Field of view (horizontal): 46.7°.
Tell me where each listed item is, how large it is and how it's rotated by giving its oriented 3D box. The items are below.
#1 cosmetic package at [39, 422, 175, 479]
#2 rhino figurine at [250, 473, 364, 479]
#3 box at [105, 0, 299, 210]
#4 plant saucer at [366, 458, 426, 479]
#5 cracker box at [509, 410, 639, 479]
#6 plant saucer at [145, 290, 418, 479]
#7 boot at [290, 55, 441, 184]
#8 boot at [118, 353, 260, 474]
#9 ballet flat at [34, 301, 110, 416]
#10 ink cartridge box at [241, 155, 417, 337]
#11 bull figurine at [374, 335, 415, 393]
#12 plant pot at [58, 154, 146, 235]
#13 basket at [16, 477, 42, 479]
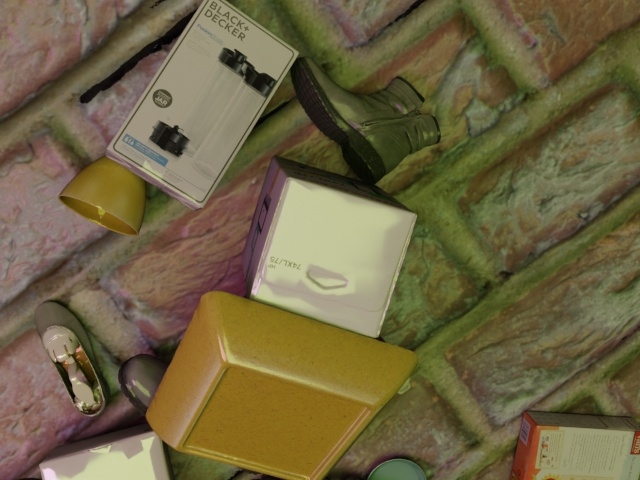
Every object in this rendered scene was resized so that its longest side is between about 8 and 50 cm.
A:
[{"bbox_3d":[-0.318,0.504,1.224,0.197,0.155,0.365,-11,86,-11],"label":"cosmetic package"},{"bbox_3d":[-0.008,0.460,1.345,0.244,0.106,0.073,4,103,-9],"label":"rhino figurine"},{"bbox_3d":[-0.181,-0.211,1.135,0.169,0.087,0.289,34,80,-14],"label":"box"},{"bbox_3d":[0.142,0.465,1.411,0.120,0.021,0.119,-2,103,-7],"label":"plant saucer"},{"bbox_3d":[0.497,0.418,1.428,0.232,0.067,0.155,6,103,-9],"label":"cracker box"},{"bbox_3d":[-0.068,0.251,1.109,0.333,0.081,0.332,19,128,-14],"label":"plant saucer"},{"bbox_3d":[0.075,-0.225,1.221,0.161,0.083,0.246,-38,92,-18],"label":"boot"},{"bbox_3d":[-0.144,0.243,1.240,0.338,0.118,0.223,35,119,-25],"label":"boot"},{"bbox_3d":[-0.416,0.202,1.247,0.072,0.068,0.213,-24,105,-2],"label":"ballet flat"},{"bbox_3d":[0.000,0.000,1.154,0.198,0.270,0.197,16,100,-12],"label":"ink cartridge box"},{"bbox_3d":[0.012,0.156,1.231,0.311,0.188,0.101,24,93,-12],"label":"bull figurine"},{"bbox_3d":[-0.330,-0.079,1.174,0.134,0.134,0.095,27,73,-13],"label":"plant pot"},{"bbox_3d":[-0.505,0.509,1.224,0.205,0.227,0.154,13,101,-10],"label":"basket"}]
